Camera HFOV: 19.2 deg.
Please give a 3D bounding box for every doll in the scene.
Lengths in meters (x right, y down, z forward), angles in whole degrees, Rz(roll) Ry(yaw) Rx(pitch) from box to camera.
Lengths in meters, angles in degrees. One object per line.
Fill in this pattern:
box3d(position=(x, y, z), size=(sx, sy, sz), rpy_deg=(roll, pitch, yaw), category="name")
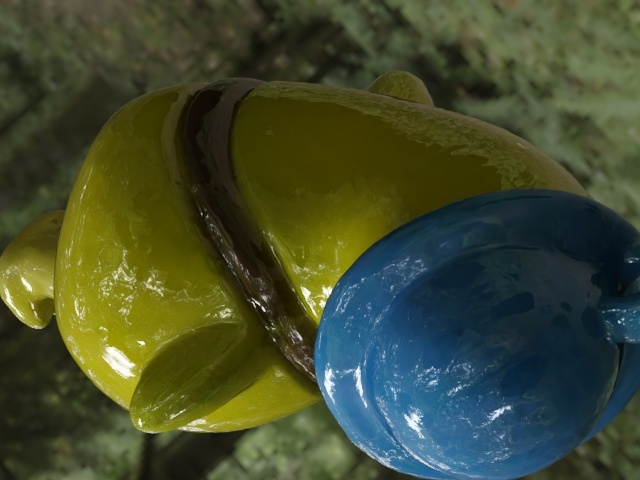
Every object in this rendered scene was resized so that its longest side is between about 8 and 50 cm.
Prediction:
box3d(position=(0.000, 0.000, 0.725), size=(0.363, 0.199, 0.145), rpy_deg=(8, 143, 52), category="doll")
